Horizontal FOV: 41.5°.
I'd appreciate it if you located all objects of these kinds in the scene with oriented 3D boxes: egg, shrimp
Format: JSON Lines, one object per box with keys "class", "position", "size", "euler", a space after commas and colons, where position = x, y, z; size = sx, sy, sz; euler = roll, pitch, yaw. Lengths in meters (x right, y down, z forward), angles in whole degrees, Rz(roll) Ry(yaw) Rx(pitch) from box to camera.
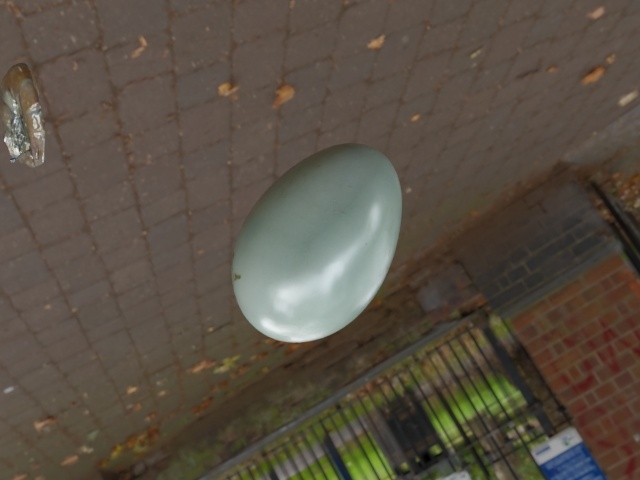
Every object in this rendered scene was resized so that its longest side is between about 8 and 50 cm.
{"class": "egg", "position": [0.000, 0.000, 1.028], "size": [0.264, 0.182, 0.183], "euler": [-58, 166, -7]}
{"class": "shrimp", "position": [-0.391, -0.144, 1.120], "size": [0.047, 0.126, 0.223], "euler": [-16, 165, -26]}
